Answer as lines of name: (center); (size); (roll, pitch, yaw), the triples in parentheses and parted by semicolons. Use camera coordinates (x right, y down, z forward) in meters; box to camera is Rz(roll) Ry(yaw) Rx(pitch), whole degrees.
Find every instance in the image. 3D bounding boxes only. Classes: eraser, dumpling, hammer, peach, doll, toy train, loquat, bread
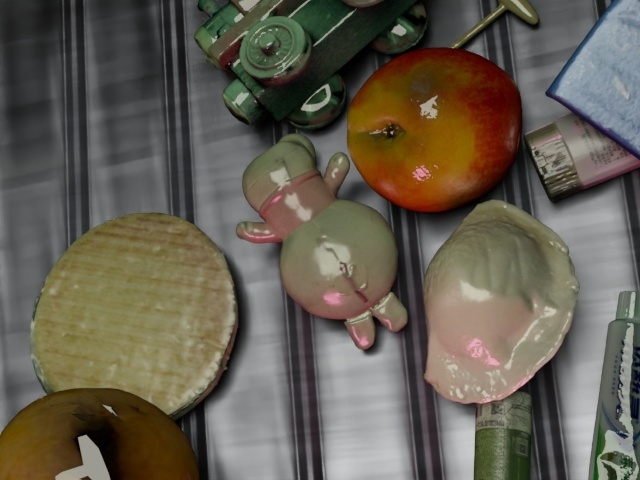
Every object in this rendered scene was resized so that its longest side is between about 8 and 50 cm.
eraser: (0.410, -0.126, 1.634); (0.312, 0.042, 0.144); (37, 93, 6)
dumpling: (0.197, 0.059, 1.631); (0.167, 0.126, 0.216); (8, 43, 23)
hammer: (0.168, -0.223, 1.792); (0.195, 0.028, 0.060); (-38, 74, 3)
peach: (0.132, -0.126, 1.714); (0.190, 0.192, 0.190); (-1, 89, 48)
doll: (-0.004, -0.007, 1.713); (0.155, 0.113, 0.275); (-33, 67, 0)
toy train: (-0.018, -0.280, 1.799); (0.304, 0.150, 0.221); (-41, 57, 0)
loquat: (-0.247, 0.268, 1.623); (0.235, 0.235, 0.235); (-4, 72, 13)
bread: (-0.216, 0.096, 1.772); (0.267, 0.040, 0.267); (-4, 72, 14)

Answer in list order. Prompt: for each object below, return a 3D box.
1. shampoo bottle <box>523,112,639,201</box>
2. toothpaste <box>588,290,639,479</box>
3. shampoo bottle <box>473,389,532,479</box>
shampoo bottle: (0.346, -0.124, 1.693); (0.227, 0.056, 0.086); (-24, 75, 6)
toothpaste: (0.319, 0.201, 1.603); (0.075, 0.048, 0.296); (6, 76, 9)
shampoo bottle: (0.191, 0.260, 1.594); (0.065, 0.065, 0.204); (-1, 66, 14)
